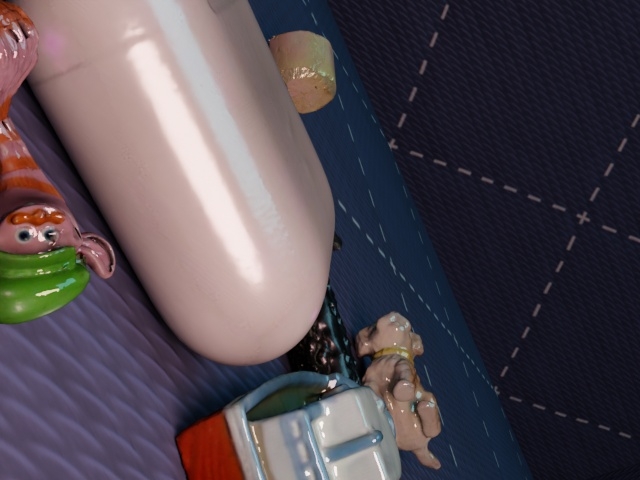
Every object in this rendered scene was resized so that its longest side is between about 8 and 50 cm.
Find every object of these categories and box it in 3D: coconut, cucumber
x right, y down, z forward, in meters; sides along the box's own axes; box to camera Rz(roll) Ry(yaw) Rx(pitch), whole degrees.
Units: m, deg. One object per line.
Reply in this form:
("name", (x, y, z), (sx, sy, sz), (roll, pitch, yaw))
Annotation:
("coconut", (-0.034, -0.274, 1.372), (0.116, 0.116, 0.122), (51, 27, -55))
("cucumber", (-0.023, 0.053, 0.968), (0.072, 0.072, 0.300), (43, 27, -64))

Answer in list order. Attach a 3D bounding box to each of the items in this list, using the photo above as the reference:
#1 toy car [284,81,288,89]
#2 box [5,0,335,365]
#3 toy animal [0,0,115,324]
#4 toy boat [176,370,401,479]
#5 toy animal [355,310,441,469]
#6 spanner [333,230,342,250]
("toy car", (-0.065, -0.149, 0.911), (0.126, 0.098, 0.161), (55, -28, -7))
("box", (-0.100, -0.090, 0.699), (0.289, 0.141, 0.349), (-78, 145, -67))
("toy animal", (-0.183, -0.060, 0.453), (0.103, 0.100, 0.208), (-4, -64, 61))
("toy boat", (0.011, 0.177, 0.739), (0.332, 0.133, 0.145), (25, 44, -73))
("toy animal", (0.115, 0.208, 1.233), (0.184, 0.104, 0.185), (58, 10, -33))
("spanner", (0.000, 0.000, 1.282), (0.054, 0.015, 0.254), (66, 12, 1))
